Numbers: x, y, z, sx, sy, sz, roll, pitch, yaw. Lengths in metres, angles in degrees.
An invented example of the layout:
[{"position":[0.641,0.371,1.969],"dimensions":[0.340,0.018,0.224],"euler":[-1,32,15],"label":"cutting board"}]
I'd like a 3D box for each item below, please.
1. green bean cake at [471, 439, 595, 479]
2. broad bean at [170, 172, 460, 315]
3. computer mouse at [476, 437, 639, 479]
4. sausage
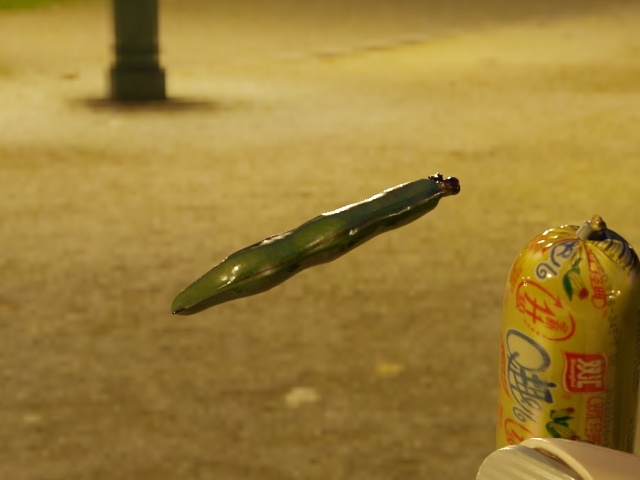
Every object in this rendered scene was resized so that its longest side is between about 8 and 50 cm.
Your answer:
[{"position":[0.157,0.269,1.451],"dimensions":[0.200,0.214,0.113],"euler":[-23,42,-22],"label":"green bean cake"},{"position":[0.000,0.000,1.656],"dimensions":[0.297,0.043,0.060],"euler":[-23,5,-15],"label":"broad bean"},{"position":[0.201,0.211,1.170],"dimensions":[0.236,0.145,0.082],"euler":[19,19,19],"label":"computer mouse"},{"position":[0.215,0.127,1.630],"dimensions":[0.123,0.347,0.123],"euler":[-1,34,1],"label":"sausage"}]
